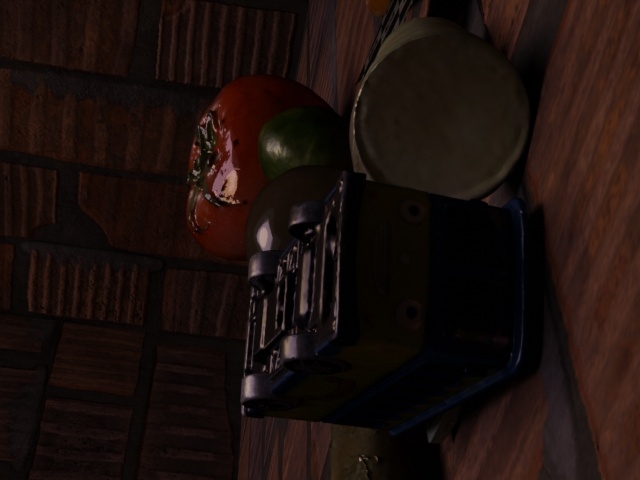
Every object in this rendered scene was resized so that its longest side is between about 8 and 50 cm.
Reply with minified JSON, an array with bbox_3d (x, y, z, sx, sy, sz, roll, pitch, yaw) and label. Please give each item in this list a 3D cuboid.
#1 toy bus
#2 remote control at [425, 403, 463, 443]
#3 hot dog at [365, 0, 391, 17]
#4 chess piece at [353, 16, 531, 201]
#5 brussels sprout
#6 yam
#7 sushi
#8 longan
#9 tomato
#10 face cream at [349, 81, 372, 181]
[{"bbox_3d":[0.041,0.062,0.947,0.288,0.175,0.138,132,145,-64],"label":"toy bus"},{"bbox_3d":[0.108,0.104,1.078,0.166,0.029,0.065,-96,20,-48],"label":"remote control"},{"bbox_3d":[0.094,-0.360,1.569,0.249,0.068,0.100,-173,89,-84],"label":"hot dog"},{"bbox_3d":[0.097,-0.130,1.033,0.251,0.144,0.144,-87,6,-71],"label":"chess piece"},{"bbox_3d":[-0.001,-0.108,1.613,0.161,0.180,0.144,88,-165,-65],"label":"brussels sprout"},{"bbox_3d":[0.058,0.249,1.058,0.259,0.106,0.106,-88,9,-52],"label":"yam"},{"bbox_3d":[0.091,-0.333,1.316,0.264,0.050,0.290,177,115,-83],"label":"sushi"},{"bbox_3d":[0.000,0.000,1.461,0.198,0.198,0.212,105,-173,-47],"label":"longan"},{"bbox_3d":[-0.092,-0.123,2.082,0.341,0.272,0.342,-170,90,-69],"label":"tomato"},{"bbox_3d":[0.083,-0.084,1.277,0.348,0.081,0.174,-97,14,-64],"label":"face cream"}]
